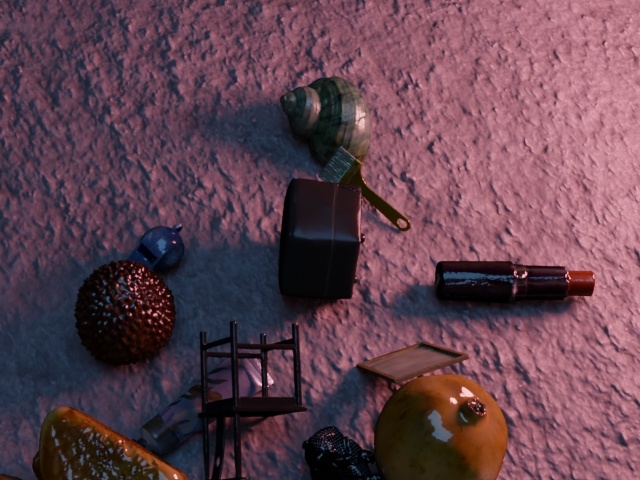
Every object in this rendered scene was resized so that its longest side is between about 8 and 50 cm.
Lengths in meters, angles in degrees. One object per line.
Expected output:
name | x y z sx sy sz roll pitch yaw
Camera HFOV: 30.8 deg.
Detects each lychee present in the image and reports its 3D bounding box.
lychee | -0.337 0.119 1.997 0.188 0.188 0.188 3 58 -4

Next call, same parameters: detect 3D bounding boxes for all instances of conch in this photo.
conch | 0.015 -0.239 2.283 0.188 0.122 0.175 19 83 10

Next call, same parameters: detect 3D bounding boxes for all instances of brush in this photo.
brush | 0.093 -0.088 2.232 0.205 0.083 0.011 40 29 7

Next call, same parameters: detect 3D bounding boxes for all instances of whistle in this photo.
whistle | -0.301 0.029 2.119 0.090 0.090 0.158 44 104 20

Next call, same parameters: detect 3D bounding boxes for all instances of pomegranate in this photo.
pomegranate | 0.192 0.330 1.895 0.233 0.233 0.233 3 58 -4

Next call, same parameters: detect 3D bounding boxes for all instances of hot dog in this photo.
hot dog | -0.344 0.381 1.834 0.257 0.150 0.153 27 80 15

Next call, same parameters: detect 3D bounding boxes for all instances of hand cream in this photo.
hand cream | -0.206 0.280 1.980 0.271 0.058 0.091 -34 79 -28

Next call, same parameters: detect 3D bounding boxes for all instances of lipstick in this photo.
lipstick | 0.358 0.078 2.142 0.300 0.081 0.081 2 58 -4

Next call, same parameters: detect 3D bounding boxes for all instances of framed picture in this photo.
framed picture | 0.154 0.207 1.990 0.136 0.201 0.010 -17 96 -15

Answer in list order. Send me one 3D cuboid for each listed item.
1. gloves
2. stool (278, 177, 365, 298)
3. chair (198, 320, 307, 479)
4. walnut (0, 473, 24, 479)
gloves | 0.044 0.397 1.876 0.106 0.129 0.180 -15 38 -7
stool | 0.000 0.000 2.079 0.141 0.232 0.232 5 58 -5
chair | -0.117 0.272 1.914 0.141 0.154 0.260 4 77 -28
walnut | -0.490 0.444 1.802 0.167 0.149 0.166 0 88 12
